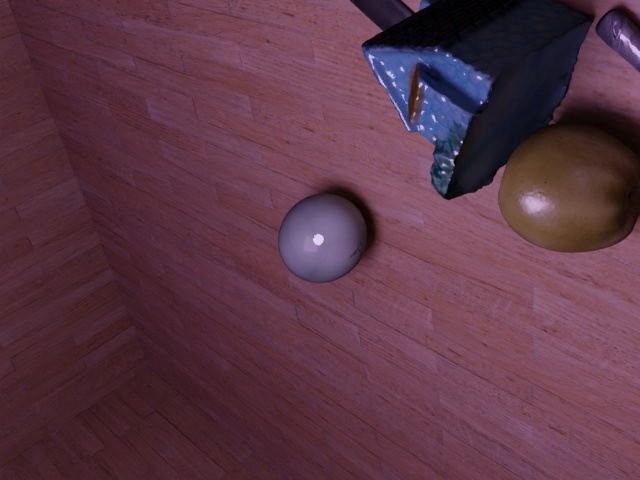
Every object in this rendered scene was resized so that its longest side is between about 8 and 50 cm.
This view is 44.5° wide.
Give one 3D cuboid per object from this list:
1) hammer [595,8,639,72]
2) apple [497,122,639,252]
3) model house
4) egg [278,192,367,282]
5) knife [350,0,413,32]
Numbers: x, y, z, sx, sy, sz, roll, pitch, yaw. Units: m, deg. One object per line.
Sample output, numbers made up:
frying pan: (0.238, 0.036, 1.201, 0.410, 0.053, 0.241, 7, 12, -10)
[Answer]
hammer: (0.495, -0.125, 0.971, 0.427, 0.044, 0.152, 48, 148, 14)
apple: (0.349, -0.074, 1.097, 0.200, 0.200, 0.200, 36, 144, 31)
model house: (0.184, -0.231, 1.094, 0.241, 0.261, 0.226, 41, 146, 22)
egg: (0.000, 0.000, 1.665, 0.183, 0.183, 0.264, 53, 157, 5)
knife: (0.134, -0.352, 1.294, 0.245, 0.019, 0.072, 48, 148, 18)
